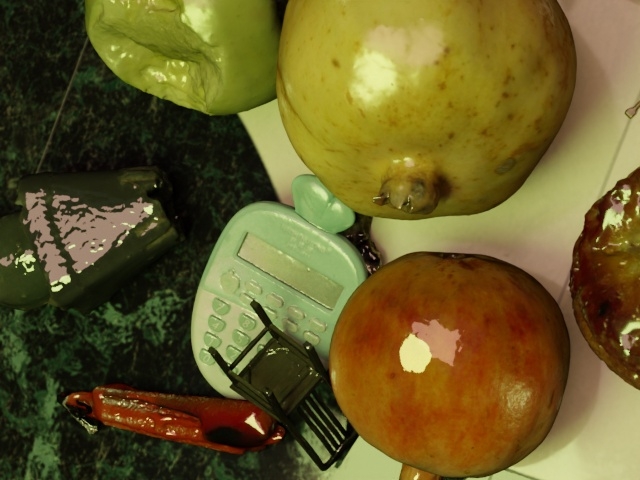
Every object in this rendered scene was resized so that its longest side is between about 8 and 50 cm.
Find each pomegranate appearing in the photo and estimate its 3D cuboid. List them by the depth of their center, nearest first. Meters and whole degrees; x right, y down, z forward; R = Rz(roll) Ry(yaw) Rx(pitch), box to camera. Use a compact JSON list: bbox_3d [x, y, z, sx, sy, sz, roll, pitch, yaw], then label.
[{"bbox_3d":[0.106,-0.157,1.657,0.342,0.342,0.342,-2,85,18],"label":"pomegranate"},{"bbox_3d":[0.134,0.145,1.682,0.252,0.229,0.270,10,100,11],"label":"pomegranate"}]

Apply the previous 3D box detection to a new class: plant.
[{"bbox_3d":[-0.290,-0.003,1.874,0.256,0.142,0.164,-23,80,11],"label":"plant"}]

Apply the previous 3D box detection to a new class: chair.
[{"bbox_3d":[-0.034,0.167,1.758,0.101,0.212,0.084,35,75,33],"label":"chair"}]

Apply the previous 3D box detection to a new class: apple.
[{"bbox_3d":[-0.128,-0.277,1.788,0.279,0.279,0.279,-2,85,18],"label":"apple"}]

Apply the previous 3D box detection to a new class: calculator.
[{"bbox_3d":[-0.045,0.060,1.803,0.184,0.042,0.295,30,112,9],"label":"calculator"}]

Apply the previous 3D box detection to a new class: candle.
[{"bbox_3d":[-0.181,0.204,1.856,0.302,0.059,0.084,7,130,21],"label":"candle"}]

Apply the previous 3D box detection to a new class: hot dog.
[{"bbox_3d":[0.439,0.064,1.614,0.387,0.174,0.267,30,97,17],"label":"hot dog"}]

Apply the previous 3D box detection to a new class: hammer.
[{"bbox_3d":[0.380,-0.181,1.741,0.123,0.014,0.029,-48,64,11],"label":"hammer"}]

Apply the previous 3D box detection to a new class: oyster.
[{"bbox_3d":[-0.008,0.006,1.828,0.148,0.051,0.103,-15,78,19],"label":"oyster"}]
